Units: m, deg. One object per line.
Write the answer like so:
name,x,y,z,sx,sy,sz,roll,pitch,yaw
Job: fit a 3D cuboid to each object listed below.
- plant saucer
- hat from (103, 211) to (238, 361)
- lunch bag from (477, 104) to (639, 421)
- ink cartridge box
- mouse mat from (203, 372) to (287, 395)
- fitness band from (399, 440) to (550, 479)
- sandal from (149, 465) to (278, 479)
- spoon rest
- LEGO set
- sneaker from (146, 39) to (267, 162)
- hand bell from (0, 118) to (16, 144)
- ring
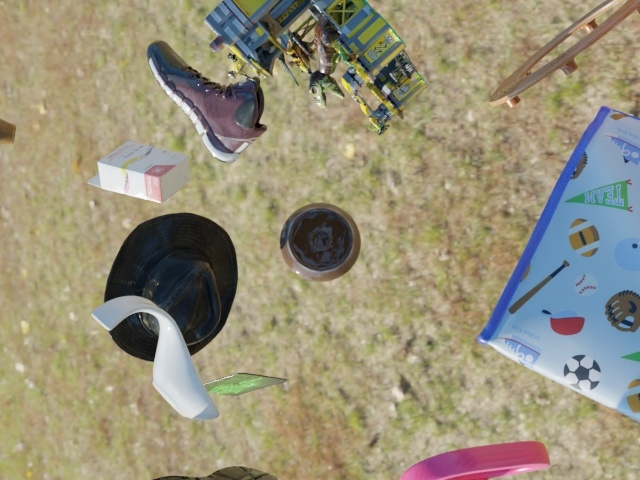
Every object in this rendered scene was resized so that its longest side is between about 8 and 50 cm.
plant saucer,0.000,0.000,1.880,0.029,0.168,0.169,93,160,-77
hat,-0.284,0.113,1.892,0.134,0.331,0.332,25,117,56
lunch bag,0.450,0.042,1.242,0.327,0.239,0.386,24,89,20
ink cartridge box,-0.391,-0.151,1.958,0.198,0.115,0.067,14,124,21
mouse mat,-0.188,0.329,2.089,0.189,0.152,0.007,-21,64,39
fitness band,0.280,0.424,1.682,0.209,0.290,0.054,126,137,-55
sandal,-0.186,0.435,1.484,0.120,0.302,0.086,20,102,43
spoon rest,-0.230,0.177,1.380,0.137,0.084,0.276,29,158,45
LEGO set,-0.008,-0.239,1.228,0.192,0.331,0.255,-42,86,8
sneaker,-0.202,-0.304,1.801,0.162,0.106,0.281,-32,101,25
hand bell,-0.413,-0.125,0.864,0.126,0.241,0.126,-170,90,-72
ring,0.411,-0.314,1.460,0.032,0.336,0.336,50,144,-7
